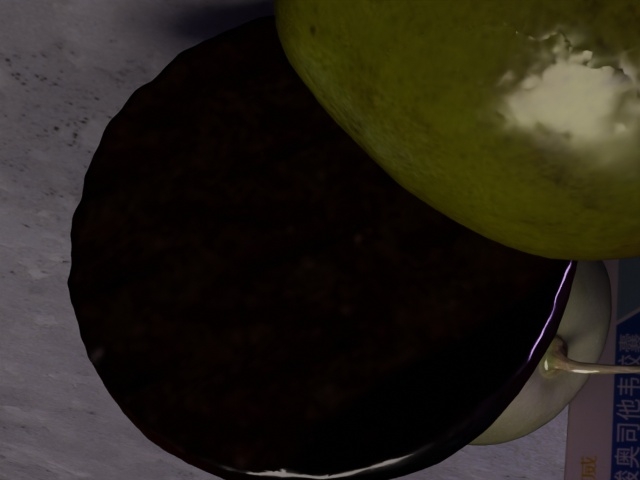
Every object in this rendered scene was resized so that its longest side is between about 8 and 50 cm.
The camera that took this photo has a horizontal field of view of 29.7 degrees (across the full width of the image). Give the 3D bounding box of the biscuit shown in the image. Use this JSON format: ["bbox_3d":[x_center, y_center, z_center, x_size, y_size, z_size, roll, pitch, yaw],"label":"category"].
[{"bbox_3d":[0.000,0.000,0.958,0.407,0.407,0.091,4,158,11],"label":"biscuit"}]

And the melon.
[{"bbox_3d":[0.125,0.057,1.113,0.272,0.272,0.308,21,-179,-15],"label":"melon"}]

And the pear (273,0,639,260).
[{"bbox_3d":[0.174,-0.150,0.757,0.413,0.352,0.352,6,147,-5],"label":"pear"}]

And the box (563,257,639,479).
[{"bbox_3d":[0.333,0.148,1.131,0.200,0.343,0.065,1,142,16],"label":"box"}]
